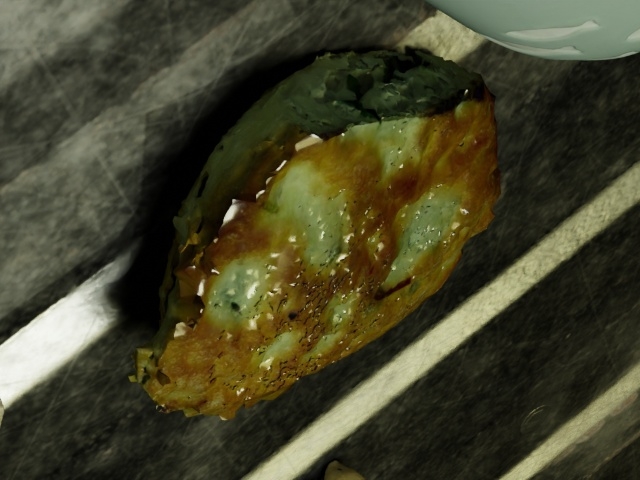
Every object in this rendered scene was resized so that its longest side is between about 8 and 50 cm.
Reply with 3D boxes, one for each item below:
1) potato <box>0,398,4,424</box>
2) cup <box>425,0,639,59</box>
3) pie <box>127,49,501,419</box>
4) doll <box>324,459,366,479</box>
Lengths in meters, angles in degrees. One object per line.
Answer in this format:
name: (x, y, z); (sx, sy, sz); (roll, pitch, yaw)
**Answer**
potato: (-0.280, 0.132, 1.142); (0.122, 0.061, 0.086); (-20, 144, -31)
cup: (0.085, -0.228, 0.980); (0.356, 0.259, 0.274); (-21, 158, 26)
pie: (0.000, 0.000, 1.258); (0.354, 0.103, 0.288); (-20, 141, -40)
doll: (0.003, 0.255, 1.614); (0.093, 0.051, 0.061); (-44, 155, 4)
